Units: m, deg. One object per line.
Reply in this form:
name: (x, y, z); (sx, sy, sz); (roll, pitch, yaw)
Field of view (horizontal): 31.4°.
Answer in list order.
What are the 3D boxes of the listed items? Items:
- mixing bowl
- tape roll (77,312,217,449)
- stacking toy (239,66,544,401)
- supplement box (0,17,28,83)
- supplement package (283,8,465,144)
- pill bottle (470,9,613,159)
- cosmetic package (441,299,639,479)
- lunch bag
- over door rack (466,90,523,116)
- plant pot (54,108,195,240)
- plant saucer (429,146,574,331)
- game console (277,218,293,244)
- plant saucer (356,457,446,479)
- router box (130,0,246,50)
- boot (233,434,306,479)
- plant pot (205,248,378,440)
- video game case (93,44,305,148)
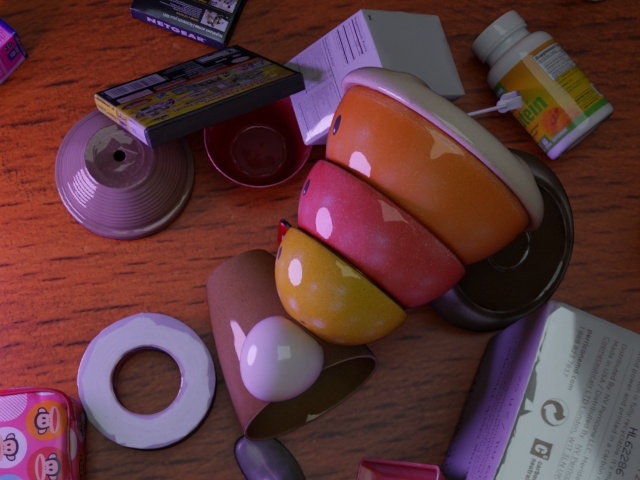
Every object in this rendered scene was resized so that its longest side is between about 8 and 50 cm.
mixing bowl: (-0.105, -0.165, 1.927); (0.182, 0.098, 0.181); (1, 77, -4)
tape roll: (-0.278, 0.229, 1.843); (0.219, 0.072, 0.219); (1, 77, -4)
stacking toy: (0.052, 0.027, 1.610); (0.351, 0.350, 0.480); (38, 84, 5)
supplement box: (-0.615, -0.288, 1.918); (0.114, 0.111, 0.220); (41, 79, 5)
supplement package: (0.086, -0.262, 1.868); (0.194, 0.203, 0.149); (-7, 75, -45)
pill bottle: (0.374, -0.271, 1.958); (0.136, 0.136, 0.245); (-38, 82, -10)
cosmetic package: (0.391, 0.321, 1.695); (0.328, 0.393, 0.329); (22, 77, 1)
lunch bag: (-0.500, 0.379, 1.780); (0.258, 0.120, 0.293); (-4, 76, 0)
over door rack: (0.216, -0.090, 1.879); (0.324, 0.108, 0.239); (-17, 107, -6)
plant pot: (-0.330, -0.126, 1.901); (0.238, 0.110, 0.237); (0, 77, -2)
plant saucer: (0.297, 0.005, 1.861); (0.311, 0.050, 0.310); (-5, 103, -25)
game console: (0.000, 0.000, 1.873); (0.124, 0.144, 0.085); (44, 78, 7)
plant saucer: (0.111, 0.468, 1.732); (0.048, 0.258, 0.259); (18, 76, -21)
router box: (-0.227, -0.427, 2.005); (0.179, 0.046, 0.133); (21, 78, 2)
boot: (-0.045, 0.397, 1.773); (0.083, 0.161, 0.246); (-35, 82, -10)
plant pot: (-0.076, 0.149, 1.811); (0.237, 0.237, 0.254); (-29, 68, -9)
video game case: (-0.201, -0.241, 1.855); (0.275, 0.248, 0.035); (-23, 119, -21)
